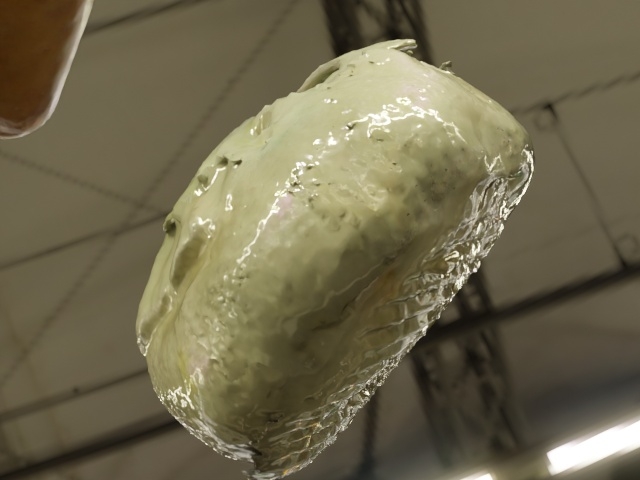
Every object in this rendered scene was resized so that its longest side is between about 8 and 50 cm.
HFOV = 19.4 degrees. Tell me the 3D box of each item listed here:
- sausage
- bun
[{"bbox_3d":[-0.166,-0.156,1.006,0.109,0.109,0.270,-8,-31,-25],"label":"sausage"},{"bbox_3d":[0.000,0.000,0.947,0.239,0.141,0.239,-50,-8,-10],"label":"bun"}]
